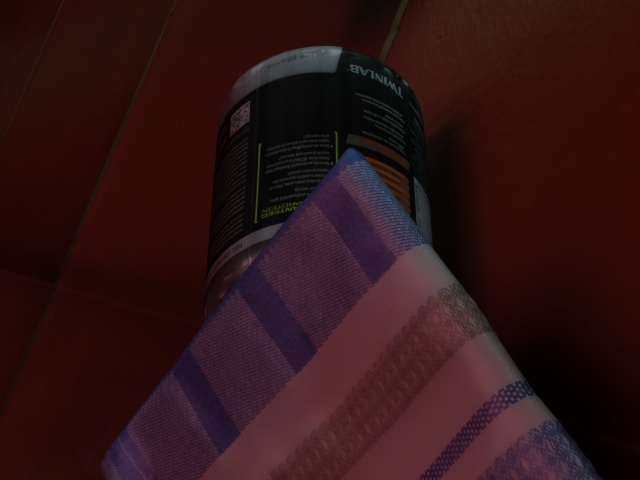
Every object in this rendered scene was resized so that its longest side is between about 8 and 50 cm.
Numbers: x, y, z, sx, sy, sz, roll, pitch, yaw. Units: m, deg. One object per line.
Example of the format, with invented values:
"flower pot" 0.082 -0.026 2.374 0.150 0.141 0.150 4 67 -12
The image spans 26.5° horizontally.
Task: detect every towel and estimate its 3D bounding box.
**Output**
"towel" 0.017 0.130 0.528 0.209 0.034 0.285 -50 52 26

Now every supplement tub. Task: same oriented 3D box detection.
"supplement tub" 0.000 0.000 0.702 0.117 0.117 0.190 -44 31 38
